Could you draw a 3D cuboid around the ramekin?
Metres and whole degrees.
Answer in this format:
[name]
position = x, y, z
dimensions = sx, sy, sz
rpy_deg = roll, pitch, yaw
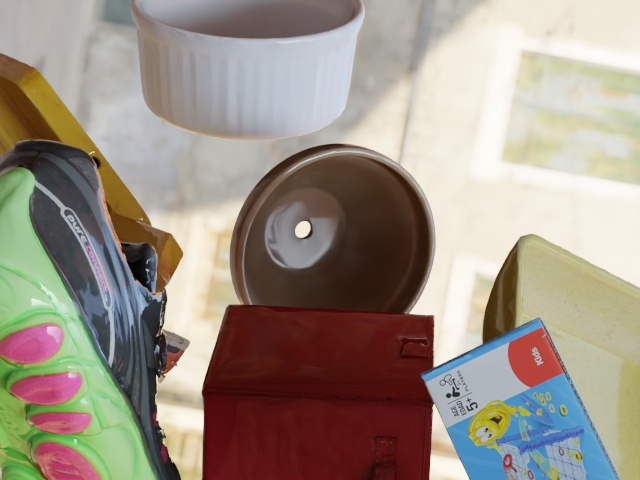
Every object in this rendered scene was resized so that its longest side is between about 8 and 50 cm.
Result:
[ramekin]
position = -0.088, -0.224, 2.062
dimensions = 0.277, 0.277, 0.135
rpy_deg = -84, 177, -63

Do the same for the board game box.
[board game box]
position = 0.186, 0.226, 1.182
dimensions = 0.302, 0.086, 0.308
rpy_deg = 65, 5, 16

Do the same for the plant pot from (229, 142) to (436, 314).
[plant pot]
position = 0.000, 0.000, 1.910
dimensions = 0.110, 0.237, 0.237
rpy_deg = -143, -120, -61

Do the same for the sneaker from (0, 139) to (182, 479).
[sneaker]
position = -0.168, 0.110, 1.279
dimensions = 0.483, 0.185, 0.202
rpy_deg = 89, 18, -55

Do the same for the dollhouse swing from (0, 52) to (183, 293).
[dollhouse swing]
position = -0.365, -0.009, 1.776
dimensions = 0.347, 0.315, 0.305
rpy_deg = -38, -172, -16

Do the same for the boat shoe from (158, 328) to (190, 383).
[boat shoe]
position = -0.169, 0.059, 1.390
dimensions = 0.043, 0.137, 0.049
rpy_deg = -53, -176, -4

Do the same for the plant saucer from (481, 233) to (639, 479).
[plant saucer]
position = 0.238, 0.200, 1.523
dimensions = 0.081, 0.333, 0.332
rpy_deg = -13, -117, 41

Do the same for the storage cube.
[storage cube]
position = 0.001, 0.175, 1.505
dimensions = 0.215, 0.193, 0.183
rpy_deg = -77, 170, -68
